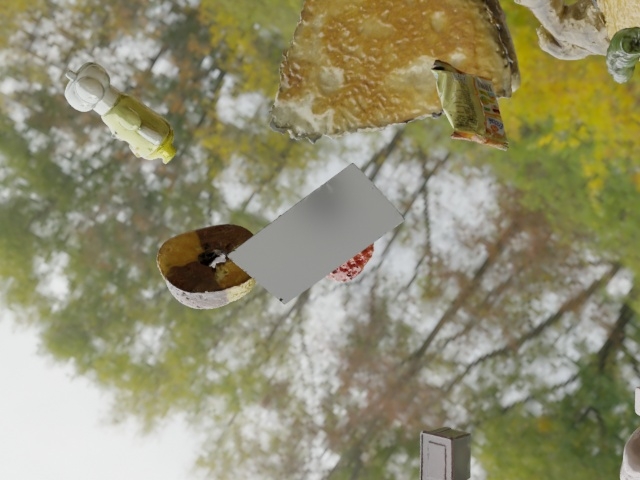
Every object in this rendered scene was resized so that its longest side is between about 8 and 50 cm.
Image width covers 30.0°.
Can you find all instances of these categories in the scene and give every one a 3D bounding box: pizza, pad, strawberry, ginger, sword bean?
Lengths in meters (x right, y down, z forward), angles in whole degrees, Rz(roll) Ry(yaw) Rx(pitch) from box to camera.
[{"bbox_3d":[0.146,-0.342,1.945,0.391,0.435,0.080,15,-168,6],"label":"pizza"},{"bbox_3d":[-0.005,-0.006,1.843,0.163,0.243,0.004,44,-165,-43],"label":"pad"},{"bbox_3d":[0.000,0.000,2.053,0.188,0.121,0.082,11,161,4],"label":"strawberry"},{"bbox_3d":[0.353,-0.319,1.670,0.133,0.059,0.214,0,146,35],"label":"ginger"},{"bbox_3d":[0.351,-0.213,1.375,0.043,0.038,0.269,45,-172,7],"label":"sword bean"}]

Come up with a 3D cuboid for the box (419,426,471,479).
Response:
[{"bbox_3d":[0.188,0.320,1.771,0.060,0.085,0.063,6,-169,41],"label":"box"}]

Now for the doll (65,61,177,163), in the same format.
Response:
[{"bbox_3d":[-0.248,-0.157,1.477,0.162,0.062,0.106,40,177,-22],"label":"doll"}]

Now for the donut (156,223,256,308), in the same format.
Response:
[{"bbox_3d":[-0.191,0.049,2.100,0.184,0.073,0.166,-25,-131,-22],"label":"donut"}]

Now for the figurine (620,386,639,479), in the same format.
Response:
[{"bbox_3d":[0.425,0.246,1.456,0.137,0.229,0.112,-9,-165,-35],"label":"figurine"}]

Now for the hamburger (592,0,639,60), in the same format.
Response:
[{"bbox_3d":[0.441,-0.341,1.478,0.158,0.319,0.319,-18,-145,-11],"label":"hamburger"}]

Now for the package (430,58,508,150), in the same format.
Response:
[{"bbox_3d":[0.204,-0.183,1.620,0.108,0.031,0.121,9,-123,-36],"label":"package"}]
